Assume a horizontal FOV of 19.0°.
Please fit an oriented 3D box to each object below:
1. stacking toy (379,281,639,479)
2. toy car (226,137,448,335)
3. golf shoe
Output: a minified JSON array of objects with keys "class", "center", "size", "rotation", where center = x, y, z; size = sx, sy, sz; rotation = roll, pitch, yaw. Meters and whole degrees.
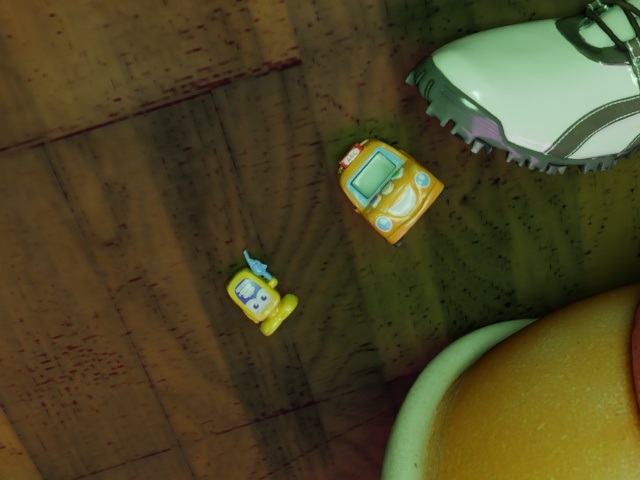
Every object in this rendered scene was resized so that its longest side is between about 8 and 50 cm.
[{"class":"stacking toy","center":[0.283,0.062,0.758],"size":[0.350,0.350,0.480],"rotation":[14,134,-36]},{"class":"toy car","center":[0.000,0.000,0.816],"size":[0.040,0.060,0.122],"rotation":[41,111,-14]},{"class":"golf shoe","center":[0.127,-0.080,0.761],"size":[0.198,0.077,0.094],"rotation":[-4,131,-29]}]
